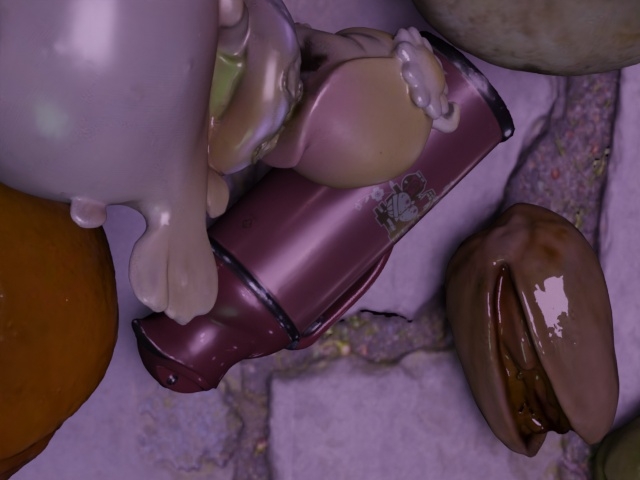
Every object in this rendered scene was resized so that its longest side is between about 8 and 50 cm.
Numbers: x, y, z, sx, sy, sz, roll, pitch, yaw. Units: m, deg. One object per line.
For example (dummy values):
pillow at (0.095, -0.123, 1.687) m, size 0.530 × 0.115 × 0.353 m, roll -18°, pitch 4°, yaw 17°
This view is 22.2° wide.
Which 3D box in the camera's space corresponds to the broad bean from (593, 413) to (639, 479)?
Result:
broad bean at (0.310, 0.186, 1.375) m, size 0.174 × 0.082 × 0.124 m, roll -24°, pitch 100°, yaw -12°

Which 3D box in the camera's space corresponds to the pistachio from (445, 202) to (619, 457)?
pistachio at (0.174, 0.073, 1.308) m, size 0.129 × 0.131 × 0.206 m, roll -7°, pitch 108°, yaw 29°

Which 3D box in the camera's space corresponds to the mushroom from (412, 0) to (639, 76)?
mushroom at (0.185, -0.287, 1.194) m, size 0.352 × 0.260 × 0.352 m, roll -5°, pitch 105°, yaw -20°

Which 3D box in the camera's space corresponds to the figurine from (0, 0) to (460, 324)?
figurine at (-0.065, -0.081, 1.039) m, size 0.394 × 0.226 × 0.275 m, roll 6°, pitch 78°, yaw -45°

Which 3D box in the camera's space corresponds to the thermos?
thermos at (-0.006, -0.006, 1.253) m, size 0.330 × 0.136 × 0.109 m, roll -43°, pitch 79°, yaw -9°

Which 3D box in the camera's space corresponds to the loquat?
loquat at (-0.281, 0.034, 1.075) m, size 0.284 × 0.276 × 0.276 m, roll 41°, pitch 83°, yaw -33°
